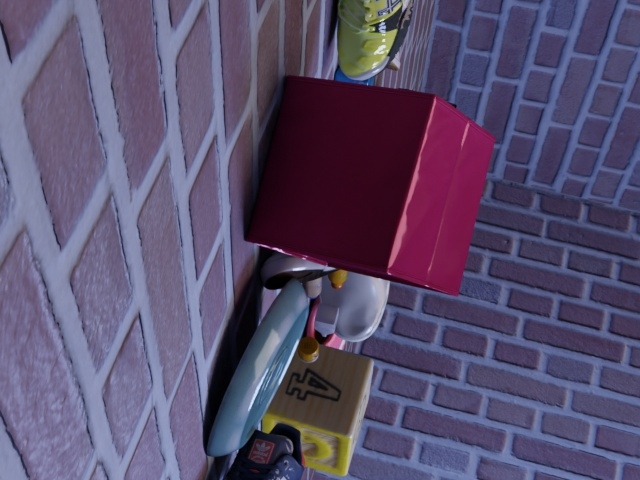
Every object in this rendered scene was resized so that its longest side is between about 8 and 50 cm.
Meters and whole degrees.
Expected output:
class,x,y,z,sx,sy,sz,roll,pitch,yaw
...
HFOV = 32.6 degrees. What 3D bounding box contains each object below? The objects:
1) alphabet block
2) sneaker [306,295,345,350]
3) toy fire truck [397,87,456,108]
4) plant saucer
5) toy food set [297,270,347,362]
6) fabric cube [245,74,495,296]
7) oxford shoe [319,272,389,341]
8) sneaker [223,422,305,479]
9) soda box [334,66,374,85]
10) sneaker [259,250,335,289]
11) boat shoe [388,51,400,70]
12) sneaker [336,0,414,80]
class,x,y,z,sx,sy,sz,roll,pitch,yaw
alphabet block,-0.007,0.350,2.302,0.192,0.193,0.197,92,14,-52
sneaker,0.041,0.141,2.573,0.136,0.116,0.313,59,45,-78
toy fire truck,0.176,-0.284,2.679,0.246,0.217,0.158,0,109,-39
plant saucer,-0.091,0.211,1.763,0.317,0.044,0.317,24,90,-83
toy food set,-0.018,0.138,2.123,0.104,0.111,0.232,91,13,-60
fabric cube,0.083,-0.078,1.645,0.259,0.254,0.258,19,83,-59
oxford shoe,0.078,0.001,2.408,0.130,0.169,0.449,-14,110,-85
sneaker,-0.112,0.398,1.797,0.350,0.131,0.148,-38,142,-74
soda box,0.056,-0.248,2.138,0.071,0.067,0.210,-67,168,-48
sneaker,-0.045,0.011,1.873,0.123,0.106,0.290,70,16,4
boat shoe,0.118,-0.405,2.189,0.277,0.098,0.096,4,100,-81
sneaker,0.076,-0.445,1.813,0.147,0.145,0.384,-22,135,-42
